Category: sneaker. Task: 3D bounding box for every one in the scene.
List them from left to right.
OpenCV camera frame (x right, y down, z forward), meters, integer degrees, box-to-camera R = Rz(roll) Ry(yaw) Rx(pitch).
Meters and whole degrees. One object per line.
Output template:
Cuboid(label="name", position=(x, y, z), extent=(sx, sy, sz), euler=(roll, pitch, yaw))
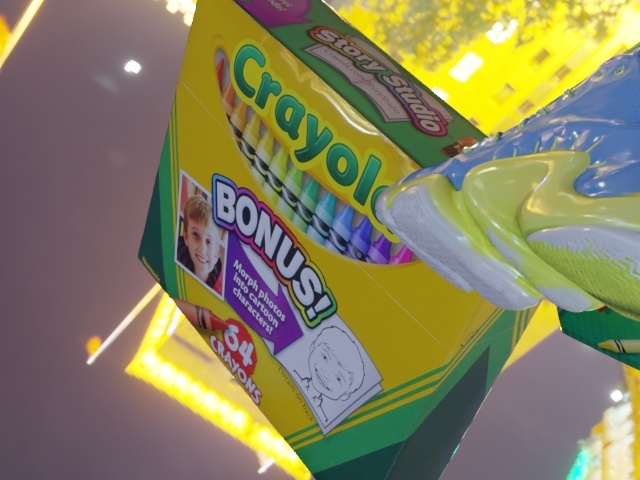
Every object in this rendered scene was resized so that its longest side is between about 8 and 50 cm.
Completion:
Cuboid(label="sneaker", position=(0.126, -0.030, 0.491), extent=(0.091, 0.126, 0.240), euler=(43, 168, -26))

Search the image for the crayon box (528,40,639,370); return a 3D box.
Cuboid(label="crayon box", position=(0.264, -0.063, 0.616), extent=(0.081, 0.278, 0.165), euler=(29, 146, 50))

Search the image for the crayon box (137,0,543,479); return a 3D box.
Cuboid(label="crayon box", position=(0.000, 0.000, 0.806), extent=(0.106, 0.313, 0.363), euler=(-17, -130, -38))
